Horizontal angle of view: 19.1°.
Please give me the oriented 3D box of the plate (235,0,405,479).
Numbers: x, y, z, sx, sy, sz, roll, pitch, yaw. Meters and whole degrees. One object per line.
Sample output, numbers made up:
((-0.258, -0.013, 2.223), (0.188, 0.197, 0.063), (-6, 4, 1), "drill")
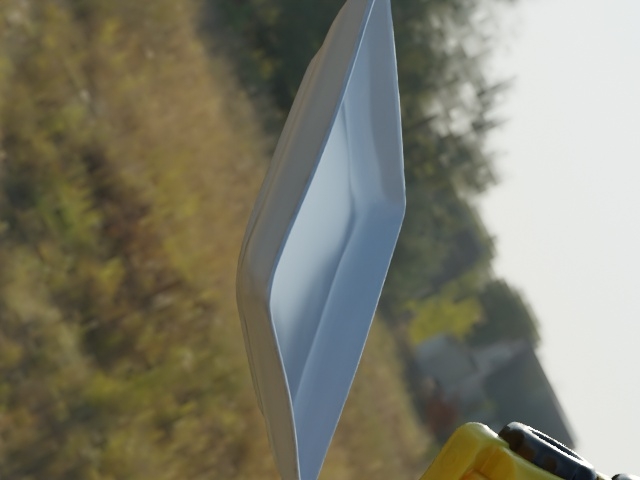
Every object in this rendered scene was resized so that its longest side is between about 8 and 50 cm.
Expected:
((0.000, 0.000, 1.307), (0.277, 0.045, 0.278), (81, 24, -54), "plate")

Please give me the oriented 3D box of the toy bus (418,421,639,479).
((0.167, 0.221, 1.075), (0.220, 0.149, 0.211), (28, 4, -27), "toy bus")
